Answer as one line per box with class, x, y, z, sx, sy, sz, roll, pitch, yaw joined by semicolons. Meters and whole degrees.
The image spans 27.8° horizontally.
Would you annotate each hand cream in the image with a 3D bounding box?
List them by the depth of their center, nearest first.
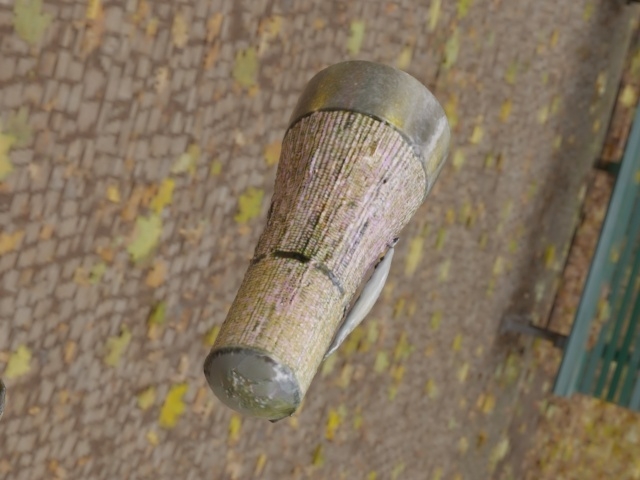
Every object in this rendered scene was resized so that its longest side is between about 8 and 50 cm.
hand cream;0.000;0.000;0.612;0.203;0.084;0.084;-65;158;-45

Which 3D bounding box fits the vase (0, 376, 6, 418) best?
vase;-0.460;0.227;1.119;0.241;0.302;0.329;47;32;-14
